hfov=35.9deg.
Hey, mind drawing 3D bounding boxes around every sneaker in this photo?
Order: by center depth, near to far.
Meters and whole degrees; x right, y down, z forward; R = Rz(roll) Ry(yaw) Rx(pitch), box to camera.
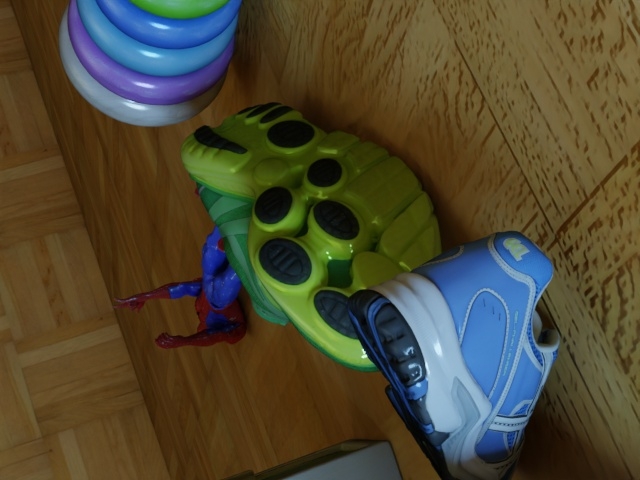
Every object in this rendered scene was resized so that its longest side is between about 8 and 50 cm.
[{"bbox_3d":[0.077,0.070,0.470,0.080,0.081,0.211,53,173,29],"label":"sneaker"},{"bbox_3d":[0.000,0.000,0.620,0.124,0.109,0.295,67,171,-29],"label":"sneaker"}]

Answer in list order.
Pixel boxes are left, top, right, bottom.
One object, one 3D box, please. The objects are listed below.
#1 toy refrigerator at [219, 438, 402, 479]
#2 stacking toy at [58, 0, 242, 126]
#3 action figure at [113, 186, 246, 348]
[{"bbox_3d":[-0.073,0.228,0.734,0.102,0.269,0.094,145,108,-72],"label":"toy refrigerator"},{"bbox_3d":[-0.095,-0.206,0.682,0.141,0.141,0.330,70,155,11],"label":"stacking toy"},{"bbox_3d":[-0.136,0.050,1.001,0.280,0.139,0.092,103,148,-61],"label":"action figure"}]
